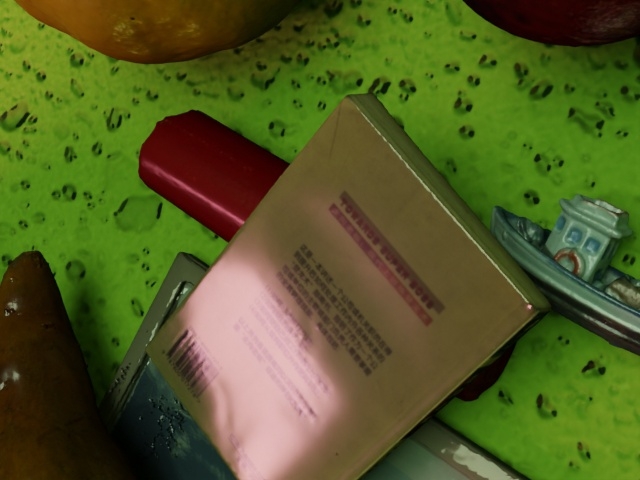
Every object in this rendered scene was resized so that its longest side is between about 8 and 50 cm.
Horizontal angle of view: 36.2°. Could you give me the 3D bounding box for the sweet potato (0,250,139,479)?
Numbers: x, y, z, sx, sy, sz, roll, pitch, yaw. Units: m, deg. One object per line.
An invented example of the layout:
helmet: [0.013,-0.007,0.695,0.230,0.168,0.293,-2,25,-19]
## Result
sweet potato: [-0.171,0.178,0.640,0.112,0.112,0.359,-35,70,18]

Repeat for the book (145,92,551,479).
book: [0.001,0.050,0.571,0.161,0.026,0.231,51,121,17]

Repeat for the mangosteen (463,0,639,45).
mangosteen: [0.175,-0.206,0.509,0.258,0.215,0.215,4,82,-3]

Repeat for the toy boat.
toy boat: [0.154,0.014,0.545,0.140,0.059,0.066,31,109,30]

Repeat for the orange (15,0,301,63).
orange: [-0.107,-0.254,0.631,0.279,0.235,0.279,-1,87,23]

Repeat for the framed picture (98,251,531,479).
framed picture: [-0.029,0.190,0.634,0.335,0.022,0.247,32,96,29]

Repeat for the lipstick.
lipstick: [0.000,0.001,0.624,0.280,0.073,0.073,33,97,27]
